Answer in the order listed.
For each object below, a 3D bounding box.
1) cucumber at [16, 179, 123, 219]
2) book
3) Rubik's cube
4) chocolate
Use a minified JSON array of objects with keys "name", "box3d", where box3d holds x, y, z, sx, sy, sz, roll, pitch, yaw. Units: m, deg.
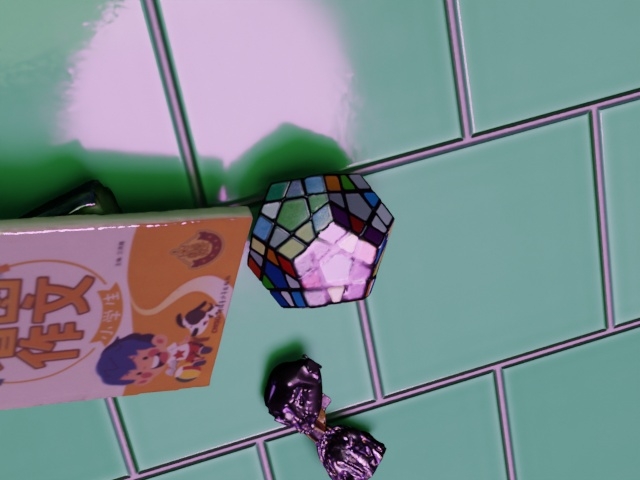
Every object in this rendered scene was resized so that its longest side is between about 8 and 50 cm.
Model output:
[{"name":"cucumber","box3d":[-0.216,0.008,1.006,0.115,0.062,0.116,-27,139,0]},{"name":"book","box3d":[-0.213,0.062,1.001,0.295,0.020,0.208,-4,132,-25]},{"name":"Rubik's cube","box3d":[0.000,0.000,1.037,0.112,0.133,0.133,-36,122,-26]},{"name":"chocolate","box3d":[0.000,0.170,1.156,0.072,0.070,0.147,-31,109,11]}]
